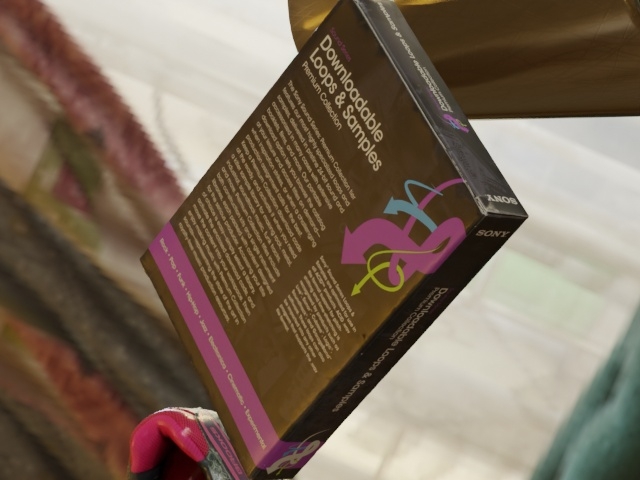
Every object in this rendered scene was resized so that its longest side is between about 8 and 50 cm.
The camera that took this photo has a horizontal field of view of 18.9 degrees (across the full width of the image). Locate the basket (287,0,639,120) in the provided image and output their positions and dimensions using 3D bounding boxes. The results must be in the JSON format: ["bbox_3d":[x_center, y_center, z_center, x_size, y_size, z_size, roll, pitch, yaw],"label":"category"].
[{"bbox_3d":[0.106,-0.142,1.053,0.227,0.204,0.154,-6,47,38],"label":"basket"}]

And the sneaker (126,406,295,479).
[{"bbox_3d":[-0.082,0.243,1.106,0.112,0.120,0.299,40,-137,-51],"label":"sneaker"}]

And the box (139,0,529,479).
[{"bbox_3d":[0.000,0.000,0.748,0.162,0.029,0.116,-51,54,33],"label":"box"}]
